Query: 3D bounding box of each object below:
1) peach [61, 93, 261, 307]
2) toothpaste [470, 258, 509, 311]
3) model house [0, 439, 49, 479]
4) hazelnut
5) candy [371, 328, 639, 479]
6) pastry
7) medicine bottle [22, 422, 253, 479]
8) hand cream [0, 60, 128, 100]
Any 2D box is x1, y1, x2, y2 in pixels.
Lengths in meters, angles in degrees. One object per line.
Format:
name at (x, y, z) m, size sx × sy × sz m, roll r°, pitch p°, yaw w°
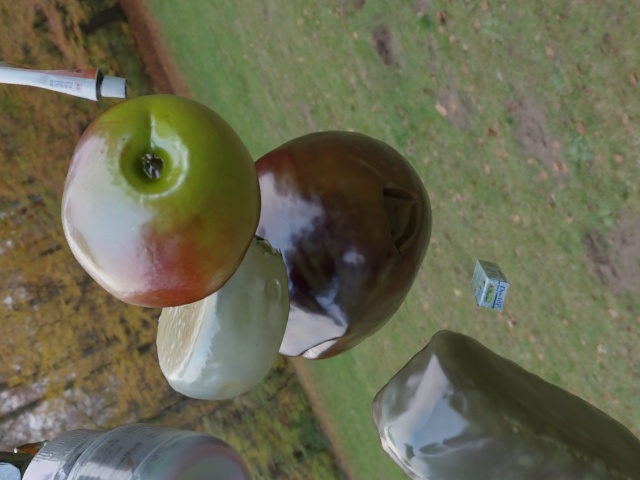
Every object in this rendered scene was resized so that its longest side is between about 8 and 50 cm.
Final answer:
peach at (-0.172, -0.042, 0.857) m, size 0.231 × 0.231 × 0.231 m, roll 62°, pitch 172°, yaw 16°
toothpaste at (0.248, 0.064, 1.168) m, size 0.164 × 0.034 × 0.046 m, roll -51°, pitch -25°, yaw -80°
model house at (-0.631, 0.532, 1.630) m, size 0.301 × 0.190 × 0.271 m, roll -40°, pitch -52°, yaw -79°
hazelnut at (0.000, 0.000, 1.470) m, size 0.402 × 0.429 × 0.402 m, roll 29°, pitch -144°, yaw -23°
candy at (0.155, 0.164, 0.621) m, size 0.234 × 0.104 × 0.102 m, roll 28°, pitch -152°, yaw -20°
pastry at (-0.140, 0.104, 1.128) m, size 0.265 × 0.133 × 0.264 m, roll -38°, pitch 45°, yaw 52°
medicine bottle at (-0.272, 0.390, 1.155) m, size 0.302 × 0.241 × 0.241 m, roll -3°, pitch 120°, yaw 38°
hand cream at (-0.330, -0.191, 0.911) m, size 0.052 × 0.216 × 0.038 m, roll -177°, pitch 95°, yaw -86°
